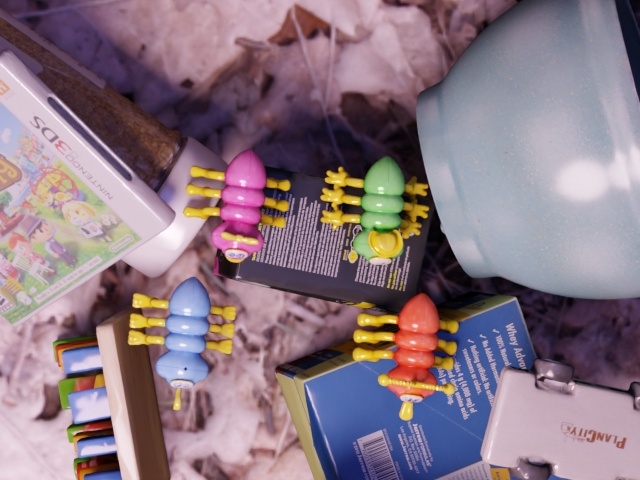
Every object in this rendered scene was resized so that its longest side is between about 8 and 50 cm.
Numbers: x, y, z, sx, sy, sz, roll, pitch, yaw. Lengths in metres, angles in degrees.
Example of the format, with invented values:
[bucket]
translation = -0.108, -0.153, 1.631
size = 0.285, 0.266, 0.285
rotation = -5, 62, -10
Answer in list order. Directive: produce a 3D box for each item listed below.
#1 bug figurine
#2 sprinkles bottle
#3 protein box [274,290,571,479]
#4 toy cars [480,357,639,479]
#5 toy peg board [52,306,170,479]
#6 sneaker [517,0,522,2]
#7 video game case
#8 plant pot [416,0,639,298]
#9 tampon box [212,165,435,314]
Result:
[bug figurine]
translation = -0.012, 0.035, 1.470
size = 0.279, 0.072, 0.216
rotation = 4, 86, -10
[sprinkles bottle]
translation = -0.250, -0.112, 1.523
size = 0.355, 0.121, 0.121
rotation = 35, 84, -10
[protein box]
translation = 0.096, 0.173, 1.595
size = 0.201, 0.136, 0.200
rotation = -21, 95, -11
[toy cars]
translation = 0.127, 0.205, 1.493
size = 0.393, 0.087, 0.176
rotation = -29, 105, -14
[toy peg board]
translation = -0.188, 0.148, 1.529
size = 0.079, 0.160, 0.161
rotation = -10, 93, 3
[sneaker]
translation = 0.258, -0.250, 1.654
size = 0.227, 0.087, 0.130
rotation = 22, 88, -9
[video game case]
translation = -0.255, -0.037, 1.487
size = 0.193, 0.212, 0.023
rotation = 46, 38, -18
[plant pot]
translation = 0.199, -0.073, 1.563
size = 0.196, 0.293, 0.293
rotation = -17, 95, 14
[tampon box]
translation = 0.000, 0.000, 1.580
size = 0.161, 0.120, 0.101
rotation = 12, 87, -12
